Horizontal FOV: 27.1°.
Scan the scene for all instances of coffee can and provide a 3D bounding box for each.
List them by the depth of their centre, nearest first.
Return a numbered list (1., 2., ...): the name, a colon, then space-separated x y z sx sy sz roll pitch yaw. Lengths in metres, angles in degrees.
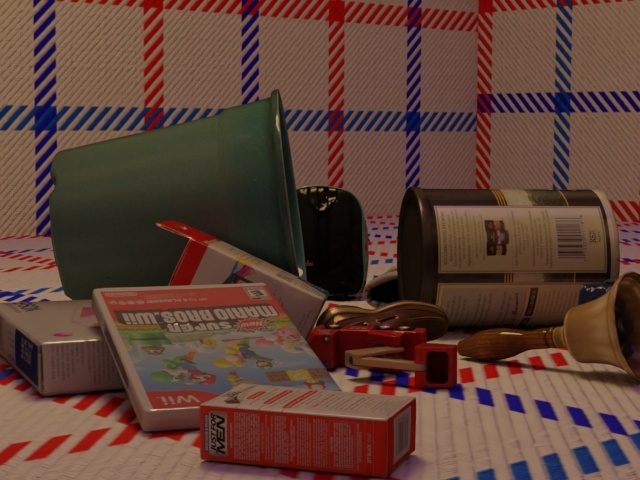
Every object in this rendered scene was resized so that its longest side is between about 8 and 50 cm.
1. coffee can: 0.260 0.025 1.886 0.275 0.201 0.201 0 5 -7

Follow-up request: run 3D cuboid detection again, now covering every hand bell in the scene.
1. hand bell: 0.267 0.117 1.570 0.242 0.126 0.126 -12 -4 37

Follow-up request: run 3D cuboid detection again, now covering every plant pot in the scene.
1. plant pot: -0.200 -0.026 1.921 0.334 0.341 0.341 -8 5 1

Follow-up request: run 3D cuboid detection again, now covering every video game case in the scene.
1. video game case: -0.114 0.113 1.385 0.204 0.025 0.285 -1 23 -20

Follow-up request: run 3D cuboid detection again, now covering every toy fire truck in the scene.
1. toy fire truck: 0.068 0.132 1.527 0.192 0.047 0.135 1 6 15

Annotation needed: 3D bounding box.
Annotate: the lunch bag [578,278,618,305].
1. lunch bag: 0.362 0.096 1.661 0.065 0.098 0.067 7 2 33

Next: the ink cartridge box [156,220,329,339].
1. ink cartridge box: -0.110 0.055 1.701 0.231 0.078 0.134 25 3 3

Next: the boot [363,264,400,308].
1. boot: 0.196 0.076 2.028 0.258 0.095 0.123 -7 7 30

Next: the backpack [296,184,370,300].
1. backpack: 0.000 0.000 2.227 0.166 0.188 0.144 0 5 5

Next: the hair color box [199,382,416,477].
1. hair color box: -0.010 0.162 1.142 0.167 0.053 0.093 3 7 19

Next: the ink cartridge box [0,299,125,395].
1. ink cartridge box: -0.207 0.115 1.595 0.330 0.071 0.324 -3 6 -24

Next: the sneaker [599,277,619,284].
1. sneaker: 0.483 0.097 1.758 0.227 0.087 0.130 8 7 36

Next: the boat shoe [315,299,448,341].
1. boat shoe: 0.084 0.118 1.673 0.178 0.064 0.060 -2 37 -23
